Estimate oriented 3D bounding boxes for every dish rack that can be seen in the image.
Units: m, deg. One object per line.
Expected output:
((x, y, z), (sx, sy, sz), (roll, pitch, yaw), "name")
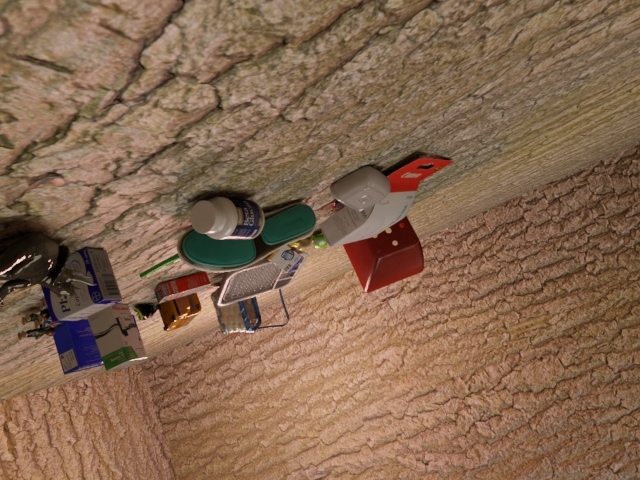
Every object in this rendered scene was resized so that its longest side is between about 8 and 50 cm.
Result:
((-0.230, 0.123, 1.851), (0.332, 0.072, 0.285), (-16, 156, -31), "dish rack")

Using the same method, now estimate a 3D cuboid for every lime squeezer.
((-0.330, 0.031, 1.328), (0.310, 0.059, 0.110), (-13, 164, -40), "lime squeezer")

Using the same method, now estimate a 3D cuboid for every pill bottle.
((-0.206, -0.049, 1.089), (0.094, 0.094, 0.169), (-27, 169, 24), "pill bottle")

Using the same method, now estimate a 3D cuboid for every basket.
((-0.294, 0.256, 2.057), (0.288, 0.255, 0.201), (-11, -173, 12), "basket")

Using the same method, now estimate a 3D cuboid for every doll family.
((-0.737, 0.206, 1.349), (0.193, 0.076, 0.111), (-30, 162, 24), "doll family")

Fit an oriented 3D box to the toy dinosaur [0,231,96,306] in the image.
((-0.531, 0.033, 0.874), (0.160, 0.121, 0.313), (-31, 168, -22), "toy dinosaur")

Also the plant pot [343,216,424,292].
((0.253, 0.011, 1.931), (0.267, 0.267, 0.236), (-20, 158, -9), "plant pot")

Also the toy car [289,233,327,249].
((0.000, 0.000, 1.775), (0.239, 0.053, 0.225), (-10, 176, 1), "toy car")

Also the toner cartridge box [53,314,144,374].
((-0.796, 0.369, 1.789), (0.075, 0.165, 0.348), (-24, 169, 14), "toner cartridge box")

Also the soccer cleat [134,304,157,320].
((-0.663, 0.269, 1.871), (0.072, 0.060, 0.179), (-29, 178, -18), "soccer cleat")

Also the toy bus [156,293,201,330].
((-0.560, 0.273, 1.935), (0.130, 0.108, 0.332), (-16, 168, -30), "toy bus")

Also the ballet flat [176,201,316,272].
((-0.192, -0.003, 1.292), (0.400, 0.139, 0.139), (-19, 170, -33), "ballet flat")

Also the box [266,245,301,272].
((-0.126, 0.059, 1.733), (0.081, 0.028, 0.136), (-48, 139, 0), "box")

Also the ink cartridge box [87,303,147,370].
((-0.685, 0.321, 1.656), (0.086, 0.208, 0.153), (-25, 170, 0), "ink cartridge box")

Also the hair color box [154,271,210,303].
((-0.478, 0.161, 1.699), (0.167, 0.053, 0.093), (-16, 169, -34), "hair color box")

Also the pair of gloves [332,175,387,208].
((0.119, -0.139, 1.495), (0.159, 0.023, 0.198), (-19, 168, -13), "pair of gloves")

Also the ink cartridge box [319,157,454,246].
((0.226, -0.118, 1.539), (0.385, 0.091, 0.308), (-32, 169, 31), "ink cartridge box")

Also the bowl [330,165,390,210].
((0.112, -0.131, 1.337), (0.142, 0.053, 0.142), (-26, 151, 28), "bowl")

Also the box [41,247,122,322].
((-0.531, 0.100, 1.086), (0.137, 0.126, 0.072), (-24, 170, 10), "box")
